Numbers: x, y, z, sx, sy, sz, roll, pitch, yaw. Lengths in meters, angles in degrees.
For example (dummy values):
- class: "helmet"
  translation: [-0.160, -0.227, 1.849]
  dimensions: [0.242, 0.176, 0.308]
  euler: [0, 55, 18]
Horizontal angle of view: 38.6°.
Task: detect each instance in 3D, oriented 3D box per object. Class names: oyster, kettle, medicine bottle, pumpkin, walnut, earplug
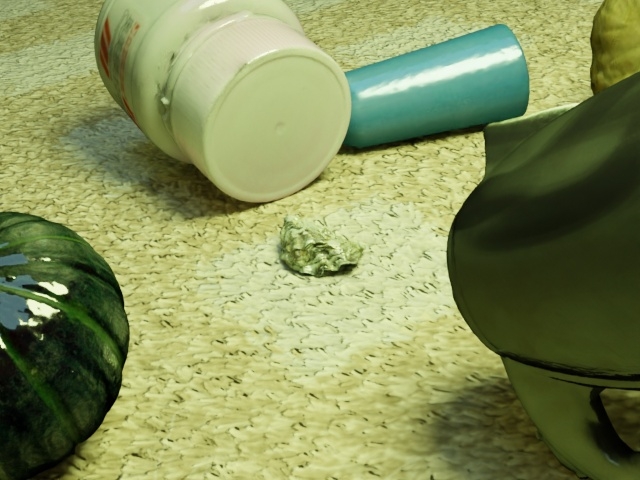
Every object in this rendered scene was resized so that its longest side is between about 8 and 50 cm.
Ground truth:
- class: "oyster"
  translation: [0.000, 0.000, 1.019]
  dimensions: [0.100, 0.037, 0.098]
  euler: [-2, 31, 9]
- class: "kettle"
  translation: [0.249, 0.034, 0.643]
  dimensions: [0.324, 0.321, 0.228]
  euler: [-21, -5, 41]
- class: "medicine bottle"
  translation: [-0.131, -0.216, 1.201]
  dimensions: [0.256, 0.256, 0.325]
  euler: [-22, 44, -23]
- class: "pumpkin"
  translation: [-0.286, 0.092, 0.771]
  dimensions: [0.249, 0.216, 0.250]
  euler: [3, 62, -5]
- class: "walnut"
  translation: [0.443, -0.236, 1.116]
  dimensions: [0.227, 0.283, 0.283]
  euler: [36, 48, 24]
- class: "earplug"
  translation: [0.133, -0.200, 1.252]
  dimensions: [0.273, 0.132, 0.132]
  euler: [-15, 31, -6]
